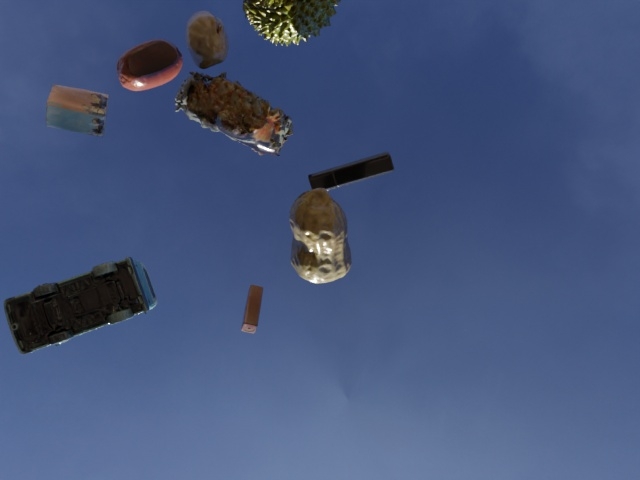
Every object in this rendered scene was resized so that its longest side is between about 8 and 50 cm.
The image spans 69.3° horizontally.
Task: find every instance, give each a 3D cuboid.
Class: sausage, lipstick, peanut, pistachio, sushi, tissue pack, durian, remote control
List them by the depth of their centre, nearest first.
[{"bbox_3d":[-0.239,-0.246,0.650,0.094,0.054,0.059,-35,-78,-23],"label":"sausage"},{"bbox_3d":[-0.431,-0.230,0.822,0.094,0.058,0.074,7,-136,-25],"label":"tissue pack"},{"bbox_3d":[-0.062,-0.495,0.926,0.200,0.176,0.237,-40,-134,-14],"label":"durian"},{"bbox_3d":[-0.002,0.009,1.090,0.143,0.291,0.159,11,-120,14],"label":"peanut"},{"bbox_3d":[0.084,-0.188,1.305,0.245,0.025,0.063,-15,-69,16],"label":"remote control"},{"bbox_3d":[-0.202,0.202,1.381,0.045,0.045,0.145,13,-137,-10],"label":"lipstick"},{"bbox_3d":[-0.347,-0.610,1.396,0.126,0.152,0.223,13,-135,-38],"label":"pistachio"},{"bbox_3d":[-0.272,-0.427,1.515,0.418,0.417,0.175,32,-75,13],"label":"sushi"}]

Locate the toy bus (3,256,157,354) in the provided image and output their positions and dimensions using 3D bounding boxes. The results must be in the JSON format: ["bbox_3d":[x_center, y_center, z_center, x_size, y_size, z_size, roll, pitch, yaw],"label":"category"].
[{"bbox_3d":[-0.512,0.139,1.023,0.271,0.165,0.133,-19,-92,-5],"label":"toy bus"}]
